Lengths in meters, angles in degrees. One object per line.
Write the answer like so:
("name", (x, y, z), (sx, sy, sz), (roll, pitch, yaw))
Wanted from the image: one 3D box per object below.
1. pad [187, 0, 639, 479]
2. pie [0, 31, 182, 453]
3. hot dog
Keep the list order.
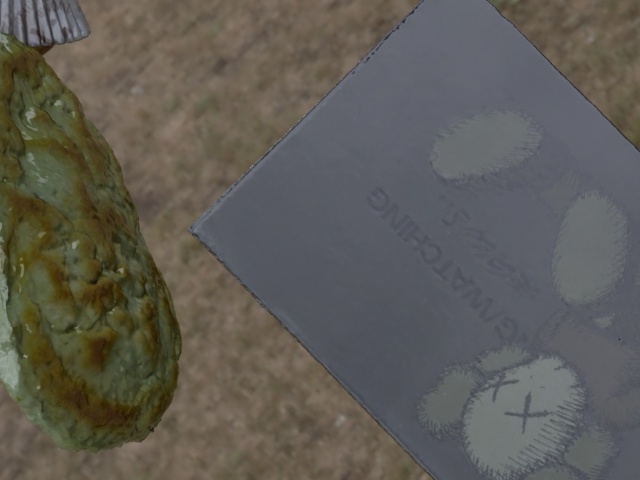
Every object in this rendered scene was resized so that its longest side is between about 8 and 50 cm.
("pad", (0.066, 0.019, 0.489), (0.127, 0.190, 0.004), (-45, -4, 3))
("pie", (-0.158, 0.009, 0.858), (0.090, 0.201, 0.248), (-21, 64, 14))
("hot dog", (-0.268, -0.169, 0.982), (0.252, 0.069, 0.131), (19, 28, 27))
